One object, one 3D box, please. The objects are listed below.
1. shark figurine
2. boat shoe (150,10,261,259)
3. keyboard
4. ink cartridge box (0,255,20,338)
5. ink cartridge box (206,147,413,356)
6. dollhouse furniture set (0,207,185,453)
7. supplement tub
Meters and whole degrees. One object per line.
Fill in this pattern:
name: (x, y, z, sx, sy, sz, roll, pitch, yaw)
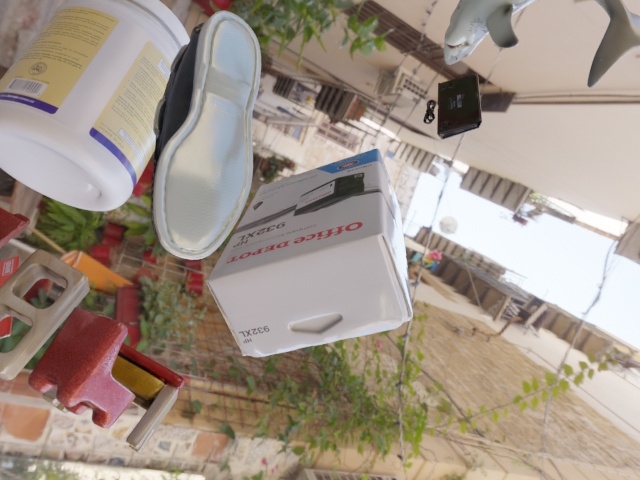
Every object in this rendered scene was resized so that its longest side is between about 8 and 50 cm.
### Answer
shark figurine: (0.261, -0.276, 0.522, 0.278, 0.116, 0.166, 38, -41, 52)
boat shoe: (-0.142, -0.121, 0.558, 0.091, 0.114, 0.303, -9, -117, 46)
keyboard: (0.252, -0.256, 0.900, 0.108, 0.023, 0.180, -9, -136, 24)
ink cartridge box: (-0.563, 0.091, 0.644, 0.275, 0.238, 0.060, 37, -37, 54)
ink cartridge box: (0.000, 0.000, 0.673, 0.223, 0.129, 0.307, -15, -155, 14)
dollhouse furniture set: (-0.280, 0.025, 0.422, 0.152, 0.374, 0.201, -61, -178, -32)
supplement tub: (-0.377, -0.245, 0.794, 0.241, 0.241, 0.332, -27, -140, 55)
